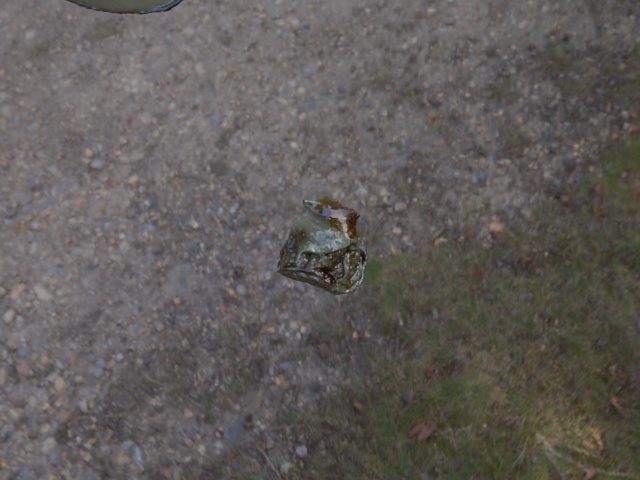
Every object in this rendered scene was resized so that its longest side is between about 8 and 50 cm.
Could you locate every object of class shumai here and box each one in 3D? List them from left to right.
[{"bbox_3d":[0.001,-0.003,1.139,0.145,0.116,0.145,-2,44,2],"label":"shumai"}]

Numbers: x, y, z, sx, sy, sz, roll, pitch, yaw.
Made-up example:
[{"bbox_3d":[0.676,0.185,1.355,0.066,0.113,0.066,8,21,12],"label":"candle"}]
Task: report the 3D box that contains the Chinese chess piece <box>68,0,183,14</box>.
[{"bbox_3d":[-0.241,-0.428,0.923,0.338,0.338,0.140,8,47,9],"label":"Chinese chess piece"}]
